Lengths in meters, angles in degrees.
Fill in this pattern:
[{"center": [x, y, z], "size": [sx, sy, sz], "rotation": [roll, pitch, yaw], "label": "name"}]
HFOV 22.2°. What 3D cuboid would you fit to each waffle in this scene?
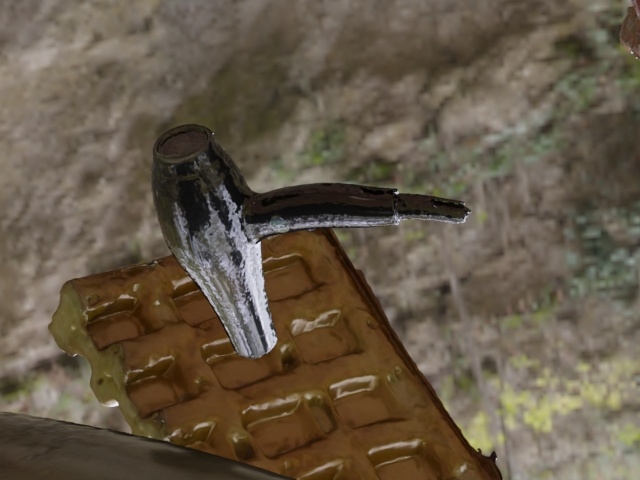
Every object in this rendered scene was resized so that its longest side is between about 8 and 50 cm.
[{"center": [-0.034, 0.146, 1.449], "size": [0.304, 0.077, 0.348], "rotation": [-13, -121, -36], "label": "waffle"}]

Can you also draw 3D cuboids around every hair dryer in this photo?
[{"center": [0.000, 0.000, 1.134], "size": [0.219, 0.195, 0.075], "rotation": [-4, -139, 19], "label": "hair dryer"}]

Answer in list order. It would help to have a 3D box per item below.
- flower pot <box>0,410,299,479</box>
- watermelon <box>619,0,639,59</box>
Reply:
[{"center": [-0.120, 0.234, 0.857], "size": [0.330, 0.294, 0.293], "rotation": [16, -142, 36], "label": "flower pot"}, {"center": [0.275, -0.237, 1.190], "size": [0.318, 0.226, 0.148], "rotation": [20, -161, -36], "label": "watermelon"}]
